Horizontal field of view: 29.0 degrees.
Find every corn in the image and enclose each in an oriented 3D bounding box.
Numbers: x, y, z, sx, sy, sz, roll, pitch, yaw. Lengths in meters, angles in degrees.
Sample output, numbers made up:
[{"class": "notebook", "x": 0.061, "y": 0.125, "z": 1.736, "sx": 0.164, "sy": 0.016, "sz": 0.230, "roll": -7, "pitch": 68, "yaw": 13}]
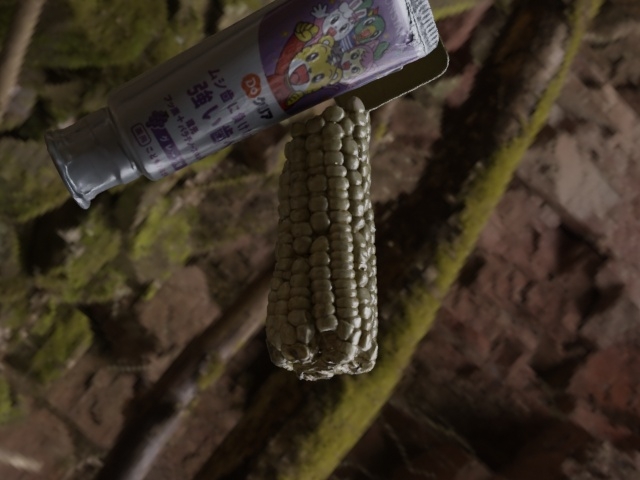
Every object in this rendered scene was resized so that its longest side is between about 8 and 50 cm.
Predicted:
[{"class": "corn", "x": 0.000, "y": 0.000, "z": 0.937, "sx": 0.087, "sy": 0.087, "sz": 0.211, "roll": -18, "pitch": -109, "yaw": 57}]

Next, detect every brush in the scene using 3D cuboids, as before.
[{"class": "brush", "x": 0.035, "y": -0.233, "z": 1.241, "sx": 0.123, "sy": 0.197, "sz": 0.059, "roll": -26, "pitch": -171, "yaw": -1}]

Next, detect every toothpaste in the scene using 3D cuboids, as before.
[{"class": "toothpaste", "x": -0.056, "y": -0.118, "z": 0.914, "sx": 0.299, "sy": 0.114, "sz": 0.073, "roll": -27, "pitch": -136, "yaw": 1}]
